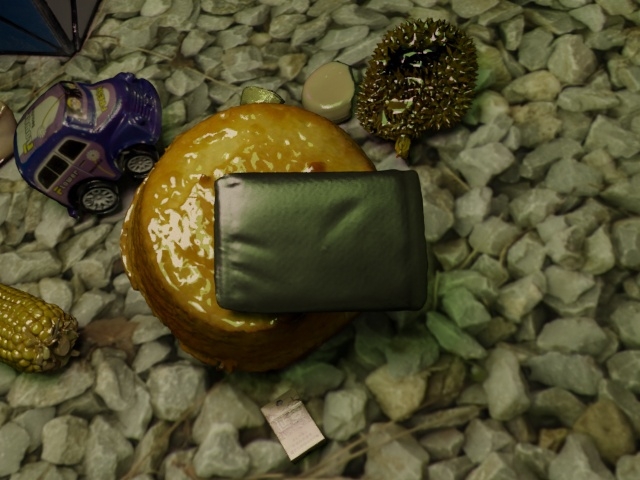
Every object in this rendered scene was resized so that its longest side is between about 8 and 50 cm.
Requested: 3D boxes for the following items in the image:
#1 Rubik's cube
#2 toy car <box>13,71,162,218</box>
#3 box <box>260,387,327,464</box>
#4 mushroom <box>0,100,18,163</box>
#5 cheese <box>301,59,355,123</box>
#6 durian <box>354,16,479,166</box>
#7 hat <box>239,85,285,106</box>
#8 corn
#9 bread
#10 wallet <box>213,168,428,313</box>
[{"bbox_3d":[-0.563,-0.513,1.365,0.260,0.259,0.254,7,64,10],"label":"Rubik's cube"},{"bbox_3d":[-0.360,-0.164,1.158,0.235,0.158,0.172,-36,52,20],"label":"toy car"},{"bbox_3d":[-0.035,0.241,0.975,0.053,0.024,0.083,-33,62,-8],"label":"box"},{"bbox_3d":[-0.648,-0.181,1.245,0.173,0.162,0.236,38,72,25],"label":"mushroom"},{"bbox_3d":[0.010,-0.215,1.206,0.092,0.047,0.171,5,62,16],"label":"cheese"},{"bbox_3d":[0.143,-0.246,1.147,0.194,0.137,0.237,5,63,13],"label":"durian"},{"bbox_3d":[-0.096,-0.205,1.203,0.076,0.077,0.059,17,66,18],"label":"hat"},{"bbox_3d":[-0.491,0.106,1.090,0.305,0.106,0.106,18,66,20],"label":"corn"},{"bbox_3d":[-0.069,-0.014,0.981,0.358,0.204,0.336,-39,89,-20],"label":"bread"},{"bbox_3d":[0.000,0.000,0.867,0.245,0.052,0.168,0,81,-6],"label":"wallet"}]
